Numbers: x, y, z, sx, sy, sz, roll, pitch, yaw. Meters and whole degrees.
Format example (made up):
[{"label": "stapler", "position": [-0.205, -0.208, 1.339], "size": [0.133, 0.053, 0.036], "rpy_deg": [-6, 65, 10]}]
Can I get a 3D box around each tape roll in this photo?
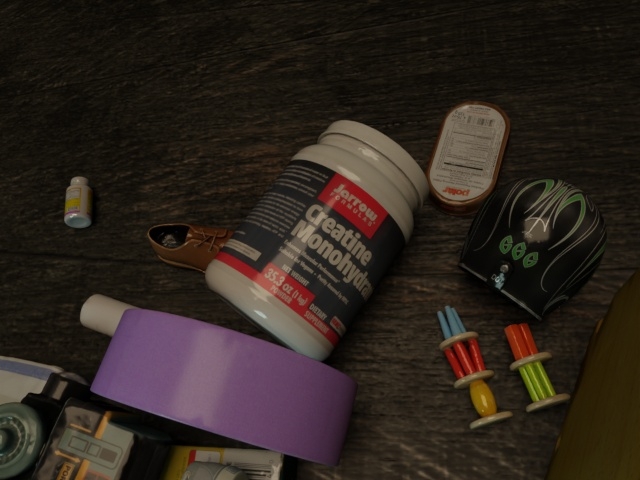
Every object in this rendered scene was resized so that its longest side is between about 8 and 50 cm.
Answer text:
[{"label": "tape roll", "position": [-0.101, 0.165, 0.575], "size": [0.274, 0.275, 0.090], "rpy_deg": [11, 69, 17]}]

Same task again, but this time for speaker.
[{"label": "speaker", "position": [-0.283, 0.122, 0.761], "size": [0.136, 0.055, 0.055], "rpy_deg": [14, 69, 19]}]

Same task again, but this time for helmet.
[{"label": "helmet", "position": [0.266, 0.000, 0.642], "size": [0.169, 0.169, 0.162], "rpy_deg": [37, 95, 25]}]

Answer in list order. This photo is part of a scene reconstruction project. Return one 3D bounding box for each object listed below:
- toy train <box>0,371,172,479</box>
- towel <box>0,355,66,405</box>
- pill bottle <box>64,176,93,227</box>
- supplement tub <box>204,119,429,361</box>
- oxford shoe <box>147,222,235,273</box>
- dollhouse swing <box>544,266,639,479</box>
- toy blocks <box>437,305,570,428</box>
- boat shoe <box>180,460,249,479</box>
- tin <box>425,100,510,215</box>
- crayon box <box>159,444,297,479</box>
[{"label": "toy train", "position": [-0.298, 0.315, 0.543], "size": [0.190, 0.142, 0.334], "rpy_deg": [16, 69, 9]}, {"label": "towel", "position": [-0.459, 0.286, 0.675], "size": [0.209, 0.034, 0.285], "rpy_deg": [-5, 51, 36]}, {"label": "pill bottle", "position": [-0.412, -0.066, 0.885], "size": [0.043, 0.043, 0.083], "rpy_deg": [-13, 63, 6]}, {"label": "supplement tub", "position": [0.000, 0.000, 0.677], "size": [0.191, 0.191, 0.272], "rpy_deg": [30, 75, 24]}, {"label": "oxford shoe", "position": [-0.162, 0.012, 0.775], "size": [0.212, 0.076, 0.076], "rpy_deg": [3, 64, 12]}, {"label": "dollhouse swing", "position": [0.380, 0.199, 0.407], "size": [0.304, 0.347, 0.315], "rpy_deg": [21, 71, 22]}, {"label": "toy blocks", "position": [0.215, 0.141, 0.638], "size": [0.123, 0.054, 0.148], "rpy_deg": [-19, 62, 4]}, {"label": "boat shoe", "position": [-0.145, 0.344, 0.528], "size": [0.081, 0.079, 0.228], "rpy_deg": [5, 61, 25]}, {"label": "tin", "position": [0.219, -0.127, 0.775], "size": [0.106, 0.040, 0.190], "rpy_deg": [12, 69, 22]}, {"label": "crayon box", "position": [-0.195, 0.350, 0.619], "size": [0.318, 0.081, 0.203], "rpy_deg": [-1, 65, 12]}]
